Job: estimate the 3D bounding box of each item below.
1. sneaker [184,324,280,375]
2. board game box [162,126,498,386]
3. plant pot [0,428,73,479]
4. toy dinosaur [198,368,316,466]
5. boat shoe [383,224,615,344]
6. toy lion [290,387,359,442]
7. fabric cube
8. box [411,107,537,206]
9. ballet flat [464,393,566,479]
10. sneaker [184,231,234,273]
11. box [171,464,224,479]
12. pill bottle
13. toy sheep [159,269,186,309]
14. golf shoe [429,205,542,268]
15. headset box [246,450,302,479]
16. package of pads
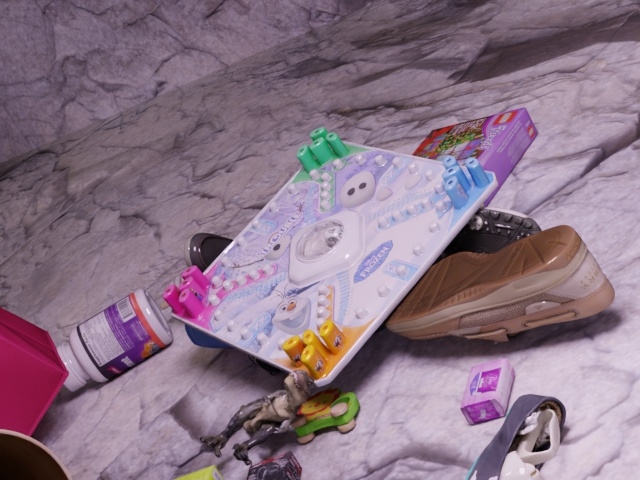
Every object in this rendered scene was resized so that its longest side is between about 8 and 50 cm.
[{"bbox_3d":[-0.089,0.118,1.817,0.330,0.130,0.147,-12,25,39],"label":"sneaker"},{"bbox_3d":[0.000,0.000,1.752,0.390,0.050,0.390,-48,35,-18],"label":"board game box"},{"bbox_3d":[-0.470,0.376,1.659,0.237,0.237,0.254,-41,9,-24],"label":"plant pot"},{"bbox_3d":[-0.086,0.237,1.591,0.118,0.064,0.268,-40,3,-30],"label":"toy dinosaur"},{"bbox_3d":[0.212,0.082,1.530,0.341,0.110,0.122,-20,27,53],"label":"boat shoe"},{"bbox_3d":[0.008,0.221,1.600,0.100,0.034,0.096,-19,16,27],"label":"toy lion"},{"bbox_3d":[-0.596,0.222,1.970,0.254,0.258,0.259,-59,24,-1],"label":"fabric cube"},{"bbox_3d":[0.211,-0.105,2.014,0.201,0.057,0.293,-10,29,41],"label":"box"},{"bbox_3d":[0.204,0.229,1.264,0.074,0.074,0.203,-12,25,39],"label":"ballet flat"},{"bbox_3d":[-0.110,0.031,1.948,0.118,0.222,0.083,-10,69,36],"label":"sneaker"},{"bbox_3d":[-0.213,0.358,1.561,0.178,0.042,0.109,-23,22,19],"label":"box"},{"bbox_3d":[-0.357,0.173,2.076,0.193,0.108,0.108,-31,21,0],"label":"pill bottle"},{"bbox_3d":[-0.218,0.091,2.103,0.132,0.091,0.091,-27,21,10],"label":"toy sheep"},{"bbox_3d":[0.214,-0.016,1.756,0.273,0.105,0.120,-6,25,47],"label":"golf shoe"},{"bbox_3d":[-0.059,0.299,1.504,0.062,0.032,0.083,-24,21,17],"label":"headset box"},{"bbox_3d":[0.197,0.176,1.439,0.050,0.032,0.083,-21,23,28],"label":"package of pads"}]
